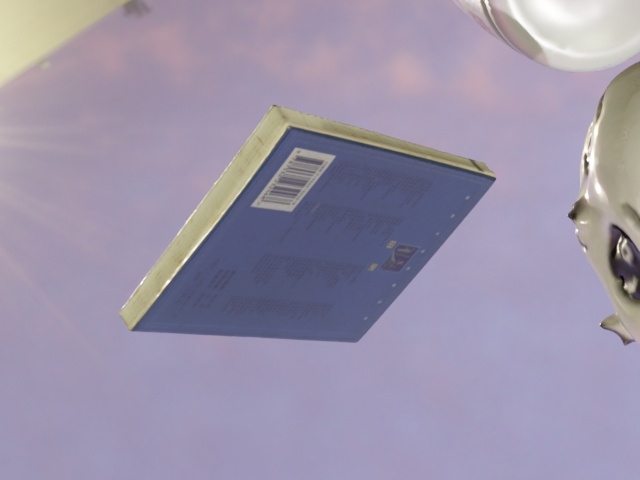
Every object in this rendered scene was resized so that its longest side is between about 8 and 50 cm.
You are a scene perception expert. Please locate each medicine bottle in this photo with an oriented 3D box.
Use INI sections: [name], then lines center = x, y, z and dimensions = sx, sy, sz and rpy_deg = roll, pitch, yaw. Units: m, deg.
[medicine bottle]
center = 0.239, -0.298, 1.402
dimensions = 0.202, 0.202, 0.316
rpy_deg = -31, -164, 4

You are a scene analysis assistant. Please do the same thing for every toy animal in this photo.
[toy animal]
center = 0.317, -0.018, 1.028
dimensions = 0.251, 0.310, 0.251
rpy_deg = -11, -119, 21

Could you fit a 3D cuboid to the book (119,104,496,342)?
[book]
center = 0.000, 0.000, 0.984
dimensions = 0.269, 0.025, 0.191
rpy_deg = 8, 127, -53
